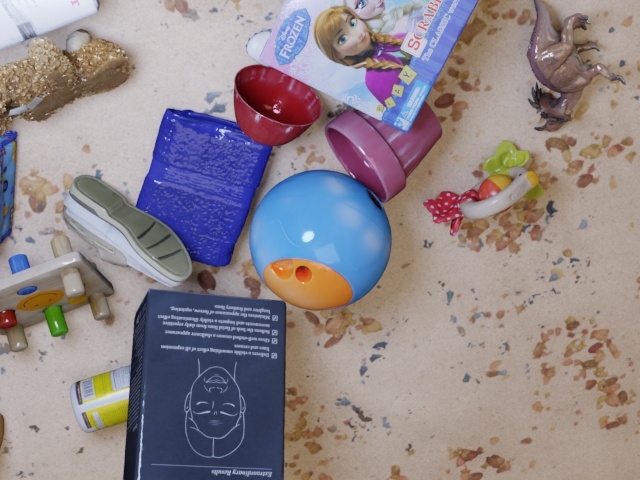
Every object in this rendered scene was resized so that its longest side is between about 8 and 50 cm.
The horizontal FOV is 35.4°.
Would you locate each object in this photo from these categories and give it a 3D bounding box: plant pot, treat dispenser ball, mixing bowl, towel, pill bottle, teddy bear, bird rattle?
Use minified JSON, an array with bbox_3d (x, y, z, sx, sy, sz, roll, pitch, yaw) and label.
[{"bbox_3d":[0.139,-0.206,2.025,0.180,0.201,0.201,-38,119,-10],"label":"plant pot"},{"bbox_3d":[0.000,0.000,2.029,0.288,0.288,0.288,-5,117,-11],"label":"treat dispenser ball"},{"bbox_3d":[-0.098,-0.250,1.961,0.182,0.181,0.098,13,131,-19],"label":"mixing bowl"},{"bbox_3d":[-0.247,-0.109,2.045,0.228,0.076,0.308,16,112,-13],"label":"towel"},{"bbox_3d":[-0.429,0.337,2.195,0.215,0.117,0.117,-17,119,-4],"label":"pill bottle"},{"bbox_3d":[-0.518,-0.290,1.813,0.338,0.245,0.113,-30,77,0],"label":"teddy bear"},{"bbox_3d":[0.353,-0.105,2.121,0.254,0.207,0.143,-26,101,-10],"label":"bird rattle"}]

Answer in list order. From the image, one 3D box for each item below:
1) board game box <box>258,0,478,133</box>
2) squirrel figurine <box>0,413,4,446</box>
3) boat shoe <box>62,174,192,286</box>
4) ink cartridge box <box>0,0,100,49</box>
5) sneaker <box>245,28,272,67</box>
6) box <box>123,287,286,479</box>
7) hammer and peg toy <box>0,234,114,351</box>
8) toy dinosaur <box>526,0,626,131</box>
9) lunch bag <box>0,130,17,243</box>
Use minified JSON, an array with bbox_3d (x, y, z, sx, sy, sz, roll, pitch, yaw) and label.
[{"bbox_3d":[0.093,-0.407,1.847,0.318,0.066,0.318,25,112,-3],"label":"board game box"},{"bbox_3d":[-0.822,0.378,1.965,0.281,0.397,0.370,-8,127,-4],"label":"squirrel figurine"},{"bbox_3d":[-0.385,-0.002,1.993,0.302,0.113,0.103,40,123,10],"label":"boat shoe"},{"bbox_3d":[-0.568,-0.457,1.746,0.308,0.129,0.223,-21,112,-2],"label":"ink cartridge box"},{"bbox_3d":[-0.029,-0.351,1.961,0.237,0.086,0.085,15,110,-19],"label":"sneaker"},{"bbox_3d":[-0.238,0.324,2.065,0.294,0.395,0.212,7,158,-16],"label":"box"},{"bbox_3d":[-0.608,0.128,1.973,0.361,0.127,0.266,-21,162,-3],"label":"hammer and peg toy"},{"bbox_3d":[0.484,-0.354,2.066,0.200,0.127,0.295,-33,113,12],"label":"toy dinosaur"},{"bbox_3d":[-0.744,-0.110,1.908,0.293,0.138,0.220,9,115,-4],"label":"lunch bag"}]
